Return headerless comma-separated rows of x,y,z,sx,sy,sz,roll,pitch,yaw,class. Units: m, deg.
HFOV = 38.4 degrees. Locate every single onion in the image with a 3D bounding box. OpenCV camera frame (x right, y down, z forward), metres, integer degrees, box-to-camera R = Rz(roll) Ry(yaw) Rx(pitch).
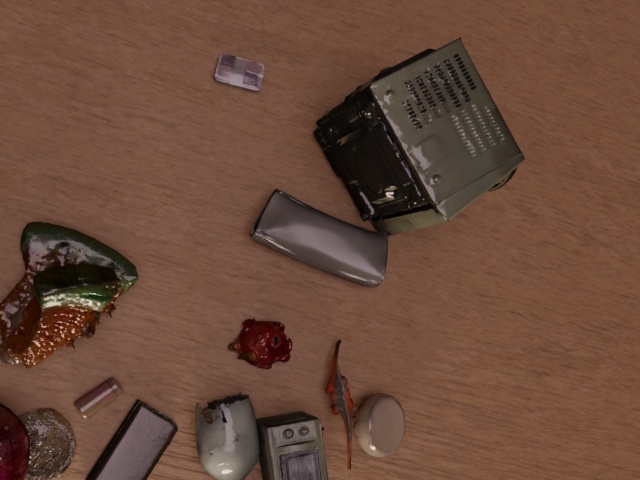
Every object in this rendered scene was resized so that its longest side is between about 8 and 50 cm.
-0.681,0.408,1.755,0.246,0.190,0.246,0,90,-12,onion

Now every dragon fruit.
-0.120,0.221,1.978,0.126,0.068,0.112,28,80,-13,dragon fruit

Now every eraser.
-0.178,-0.367,2.022,0.105,0.026,0.065,15,86,-13,eraser

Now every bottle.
-0.457,0.324,1.896,0.096,0.045,0.045,-36,96,-16,bottle

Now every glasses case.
0.001,-0.002,2.018,0.308,0.083,0.128,23,75,-12,glasses case

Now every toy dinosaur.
0.045,0.356,1.997,0.055,0.101,0.279,-10,78,-4,toy dinosaur

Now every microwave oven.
-0.053,0.472,1.929,0.129,0.163,0.205,-8,89,-14,microwave oven
0.187,-0.192,1.915,0.247,0.394,0.333,-31,94,-15,microwave oven

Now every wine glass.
-0.181,0.482,1.909,0.143,0.143,0.321,-6,86,-15,wine glass

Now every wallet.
-0.390,0.442,1.912,0.110,0.031,0.198,34,79,-11,wallet

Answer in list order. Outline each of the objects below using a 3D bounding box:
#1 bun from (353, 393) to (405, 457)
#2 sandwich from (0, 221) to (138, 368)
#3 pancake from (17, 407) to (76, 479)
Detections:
0.116,0.406,2.018,0.138,0.094,0.138,15,70,-47,bun
-0.537,0.116,1.828,0.250,0.162,0.301,32,77,-6,sandwich
-0.570,0.415,1.870,0.152,0.025,0.151,1,86,-13,pancake
